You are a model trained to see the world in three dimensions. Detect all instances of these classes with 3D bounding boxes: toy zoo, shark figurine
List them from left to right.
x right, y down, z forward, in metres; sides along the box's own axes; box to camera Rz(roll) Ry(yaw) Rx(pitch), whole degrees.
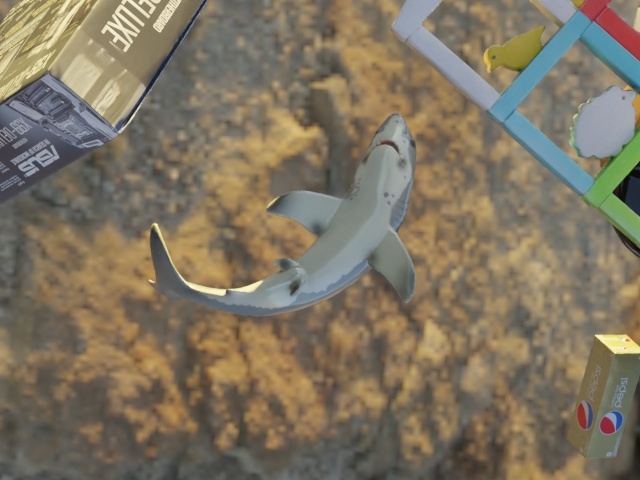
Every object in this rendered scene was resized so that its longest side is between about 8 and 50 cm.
[{"bbox_3d":[-0.014,0.025,1.481,0.166,0.278,0.116,65,5,19],"label":"shark figurine"},{"bbox_3d":[0.186,-0.154,1.163,0.192,0.293,0.030,-48,-179,1],"label":"toy zoo"}]

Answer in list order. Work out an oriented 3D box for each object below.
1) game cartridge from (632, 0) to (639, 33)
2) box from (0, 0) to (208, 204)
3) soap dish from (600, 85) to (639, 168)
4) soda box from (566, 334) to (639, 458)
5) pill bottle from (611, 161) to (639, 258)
[{"bbox_3d":[0.437,-0.206,1.896,0.355,0.068,0.230,47,59,-54],"label":"game cartridge"},{"bbox_3d":[-0.217,-0.148,1.383,0.076,0.307,0.242,42,52,-21],"label":"box"},{"bbox_3d":[0.430,-0.070,1.626,0.118,0.291,0.229,-55,-176,-27],"label":"soap dish"},{"bbox_3d":[0.427,0.233,2.487,0.058,0.061,0.181,1,114,-24],"label":"soda box"},{"bbox_3d":[0.319,-0.035,1.397,0.219,0.123,0.123,-1,95,-69],"label":"pill bottle"}]
